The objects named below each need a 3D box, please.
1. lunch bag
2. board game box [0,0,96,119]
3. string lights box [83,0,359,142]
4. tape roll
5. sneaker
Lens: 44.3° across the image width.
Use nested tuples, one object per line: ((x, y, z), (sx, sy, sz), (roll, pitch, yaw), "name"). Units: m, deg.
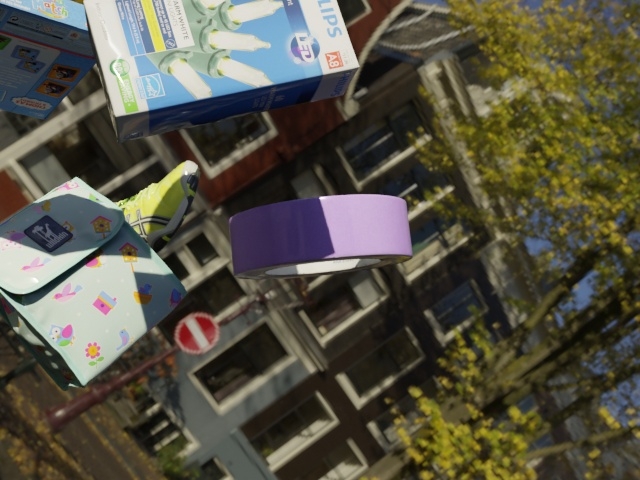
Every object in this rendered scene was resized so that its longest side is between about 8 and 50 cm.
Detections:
((-0.372, 0.057, 1.186), (0.262, 0.223, 0.160), (54, -32, -10), "lunch bag")
((-0.359, -0.218, 0.922), (0.211, 0.160, 0.039), (-28, -118, 44), "board game box")
((-0.105, -0.203, 0.842), (0.077, 0.260, 0.133), (129, -56, -72), "string lights box")
((0.000, 0.000, 1.207), (0.275, 0.275, 0.090), (125, -41, -81), "tape roll")
((-0.410, -0.039, 1.739), (0.147, 0.384, 0.145), (38, 20, -18), "sneaker")
